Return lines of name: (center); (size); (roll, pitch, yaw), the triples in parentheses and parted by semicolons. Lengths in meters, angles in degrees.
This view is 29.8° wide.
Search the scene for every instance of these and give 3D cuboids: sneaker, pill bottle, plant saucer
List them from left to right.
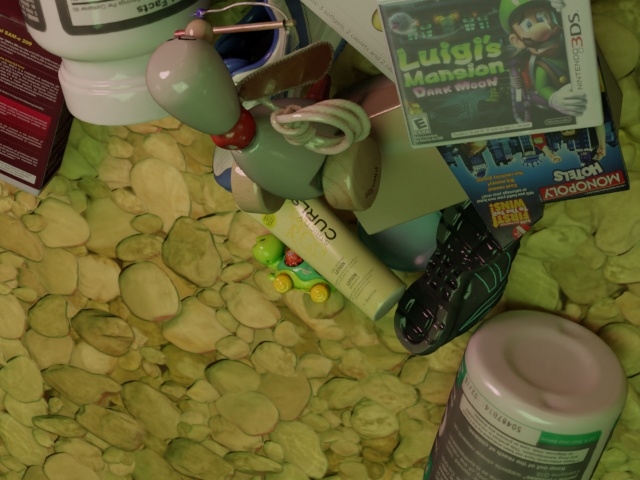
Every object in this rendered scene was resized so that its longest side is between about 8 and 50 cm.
pill bottle: (-0.231, -0.320, 1.282); (0.210, 0.210, 0.363); (2, 125, 16)
sneaker: (-0.080, -0.182, 1.366); (0.131, 0.112, 0.296); (0, 130, -38)
plant saucer: (0.106, -0.014, 1.508); (0.119, 0.021, 0.119); (8, 126, 11)
sneaker: (0.187, 0.024, 1.471); (0.101, 0.106, 0.267); (49, 121, 30)
pill bottle: (0.246, 0.285, 1.558); (0.204, 0.204, 0.361); (17, 126, 6)

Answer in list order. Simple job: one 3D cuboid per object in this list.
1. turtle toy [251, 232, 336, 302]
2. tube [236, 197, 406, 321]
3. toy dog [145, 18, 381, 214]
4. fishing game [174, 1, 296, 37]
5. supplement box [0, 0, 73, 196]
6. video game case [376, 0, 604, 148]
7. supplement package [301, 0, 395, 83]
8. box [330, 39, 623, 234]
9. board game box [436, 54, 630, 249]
turtle toy: (-0.027, 0.033, 1.547); (0.130, 0.095, 0.066); (15, 99, 6)
tube: (0.000, 0.000, 1.485); (0.240, 0.070, 0.062); (44, 161, 16)
toy dog: (-0.046, -0.141, 1.211); (0.220, 0.161, 0.334); (7, 163, 6)
fishing game: (-0.109, -0.311, 1.110); (0.189, 0.041, 0.264); (0, 117, 25)
supplement box: (-0.374, -0.185, 1.506); (0.130, 0.073, 0.239); (25, 128, -1)
video game case: (0.161, -0.170, 1.128); (0.190, 0.022, 0.173); (-6, 129, 15)
supplement package: (0.067, -0.307, 1.200); (0.262, 0.204, 0.145); (39, 126, -11)
box: (0.163, -0.136, 1.341); (0.311, 0.121, 0.148); (-21, 115, 29)
board game box: (0.214, -0.090, 1.242); (0.194, 0.060, 0.194); (-9, 122, 22)
